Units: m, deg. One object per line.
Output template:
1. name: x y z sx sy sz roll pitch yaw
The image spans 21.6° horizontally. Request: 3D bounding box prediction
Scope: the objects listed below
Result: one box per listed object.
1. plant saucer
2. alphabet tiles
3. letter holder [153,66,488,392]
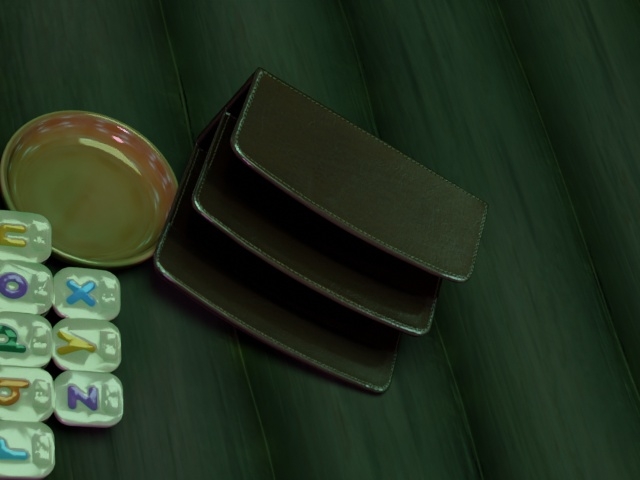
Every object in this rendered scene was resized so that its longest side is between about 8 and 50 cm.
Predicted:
1. plant saucer: -0.248 -0.049 1.792 0.200 0.037 0.200 14 53 -19
2. alphabet tiles: -0.330 0.097 1.632 0.278 0.021 0.284 5 62 -21
3. letter holder: 0.000 0.000 1.788 0.302 0.152 0.214 30 50 -15
